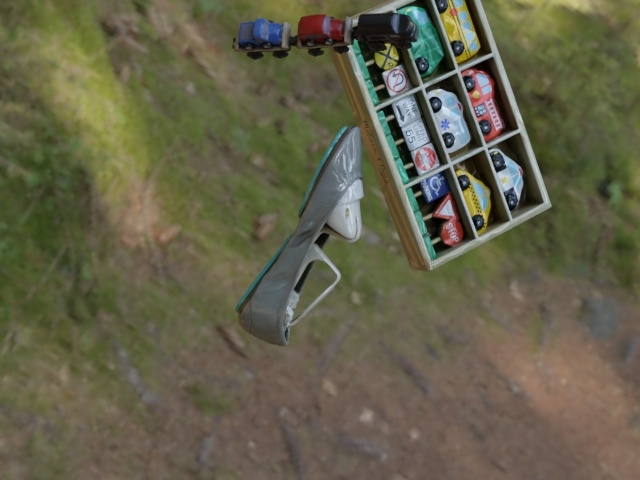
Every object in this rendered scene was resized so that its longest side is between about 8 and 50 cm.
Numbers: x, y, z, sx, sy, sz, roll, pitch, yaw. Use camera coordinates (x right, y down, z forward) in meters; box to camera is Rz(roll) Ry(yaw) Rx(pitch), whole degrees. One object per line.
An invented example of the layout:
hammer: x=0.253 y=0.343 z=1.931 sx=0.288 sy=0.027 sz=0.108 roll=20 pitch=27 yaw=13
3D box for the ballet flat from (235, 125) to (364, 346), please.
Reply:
ballet flat: x=0.000 y=0.000 z=1.246 sx=0.068 sy=0.213 sz=0.072 roll=31 pitch=4 yaw=10

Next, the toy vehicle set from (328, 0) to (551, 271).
toy vehicle set: x=0.122 y=-0.122 z=1.396 sx=0.035 sy=0.166 sz=0.266 roll=7 pitch=-58 yaw=63

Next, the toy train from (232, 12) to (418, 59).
toy train: x=0.000 y=-0.166 z=1.100 sx=0.158 sy=0.027 sz=0.036 roll=-1 pitch=-18 yaw=19
